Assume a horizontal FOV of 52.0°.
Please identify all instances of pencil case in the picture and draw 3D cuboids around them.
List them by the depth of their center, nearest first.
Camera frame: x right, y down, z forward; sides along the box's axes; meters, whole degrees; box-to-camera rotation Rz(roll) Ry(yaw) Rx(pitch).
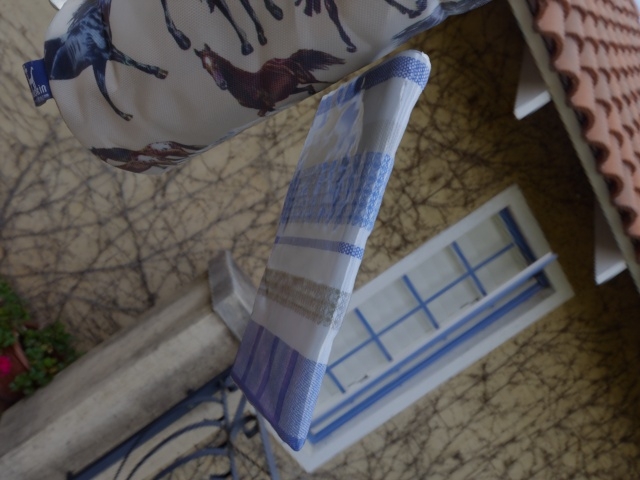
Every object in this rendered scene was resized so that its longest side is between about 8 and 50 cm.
[{"bbox_3d":[-0.050,-0.193,0.505,0.183,0.411,0.159,55,37,-22],"label":"pencil case"}]

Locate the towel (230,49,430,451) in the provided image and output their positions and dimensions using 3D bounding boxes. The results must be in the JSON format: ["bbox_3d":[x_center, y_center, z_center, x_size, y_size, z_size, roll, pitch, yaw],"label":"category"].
[{"bbox_3d":[0.000,0.000,0.525,0.034,0.284,0.209,19,-5,-17],"label":"towel"}]
